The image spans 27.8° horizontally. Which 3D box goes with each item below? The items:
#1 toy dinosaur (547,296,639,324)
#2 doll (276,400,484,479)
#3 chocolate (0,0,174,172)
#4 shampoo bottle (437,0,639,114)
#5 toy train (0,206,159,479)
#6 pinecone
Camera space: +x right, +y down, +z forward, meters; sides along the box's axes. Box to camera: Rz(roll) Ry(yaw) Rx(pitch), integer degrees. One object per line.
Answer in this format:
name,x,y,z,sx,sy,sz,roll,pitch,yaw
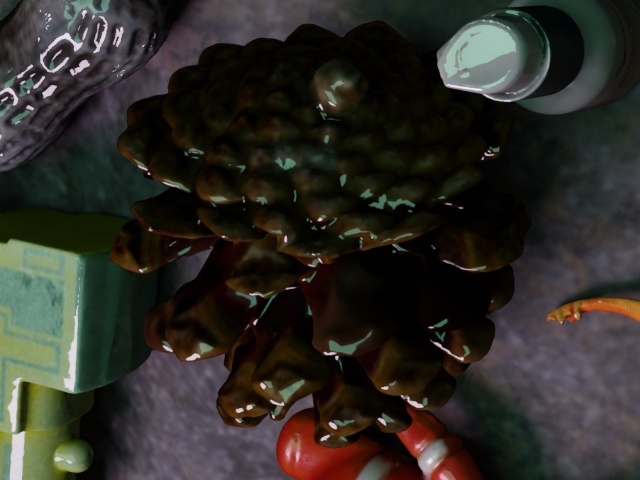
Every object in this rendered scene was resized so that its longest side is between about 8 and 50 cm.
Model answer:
toy dinosaur,0.266,0.054,0.743,0.288,0.070,0.117,-19,90,35
doll,0.107,0.223,0.845,0.336,0.105,0.200,20,107,33
chocolate,-0.206,-0.132,0.947,0.248,0.110,0.110,-39,80,24
shampoo bottle,0.127,-0.106,0.716,0.074,0.192,0.074,5,100,28
toy train,-0.257,0.148,1.008,0.237,0.150,0.369,12,106,21
pinecone,0.001,0.008,0.783,0.264,0.264,0.264,5,101,28
